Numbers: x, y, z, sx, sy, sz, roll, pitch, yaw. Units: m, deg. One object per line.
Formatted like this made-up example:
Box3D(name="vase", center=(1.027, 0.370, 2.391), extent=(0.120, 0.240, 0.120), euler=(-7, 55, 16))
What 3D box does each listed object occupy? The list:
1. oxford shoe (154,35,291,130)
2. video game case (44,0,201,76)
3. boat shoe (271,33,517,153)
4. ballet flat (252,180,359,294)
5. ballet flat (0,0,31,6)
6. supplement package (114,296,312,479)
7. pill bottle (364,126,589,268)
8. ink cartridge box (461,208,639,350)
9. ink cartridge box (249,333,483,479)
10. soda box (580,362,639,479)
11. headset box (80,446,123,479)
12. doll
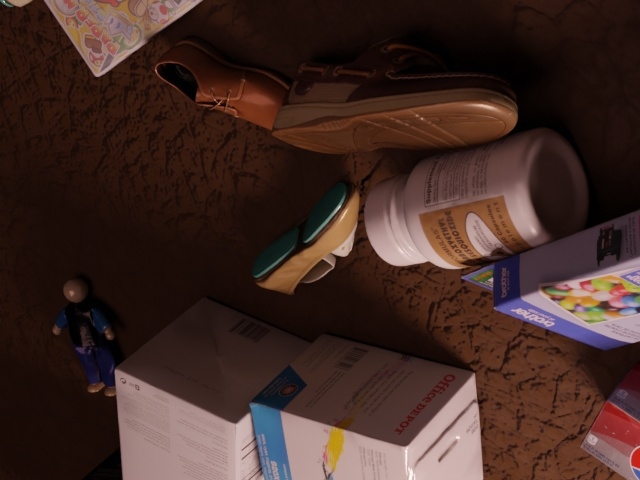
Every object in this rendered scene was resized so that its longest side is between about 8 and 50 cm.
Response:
Box3D(name="oxford shoe", center=(-0.108, -0.174, 1.726), extent=(0.212, 0.076, 0.076), euler=(26, 129, 22))
Box3D(name="video game case", center=(-0.271, -0.344, 1.753), extent=(0.206, 0.026, 0.227), euler=(-29, 98, 35))
Box3D(name="boat shoe", center=(0.078, -0.167, 1.540), extent=(0.342, 0.123, 0.123), euler=(-1, 73, 53))
Box3D(name="ballet flat", center=(0.000, 0.000, 1.770), extent=(0.073, 0.080, 0.232), euler=(29, 142, -19))
Box3D(name="ballet flat", center=(-0.439, -0.416, 1.840), extent=(0.248, 0.086, 0.086), euler=(51, 136, -3))
Box3D(name="supplement package", center=(-0.137, 0.260, 1.945), extent=(0.199, 0.198, 0.263), euler=(21, 129, 26))
Box3D(name="pill bottle", center=(0.164, -0.038, 1.555), extent=(0.229, 0.131, 0.131), euler=(-12, 109, 43))
Box3D(name="ink cartridge box", center=(0.315, 0.044, 1.465), extent=(0.185, 0.065, 0.311), euler=(21, 153, -35))
Box3D(name="ink cartridge box", center=(0.063, 0.251, 1.798), extent=(0.232, 0.171, 0.168), euler=(12, 125, 33))
Box3D(name="soda box", center=(0.426, 0.254, 1.571), extent=(0.263, 0.083, 0.092), euler=(34, 134, 16))
Box3D(name="headset box", center=(-0.282, 0.471, 2.142), extent=(0.131, 0.283, 0.246), euler=(-4, 115, 40))
Box3D(name="doll", center=(-0.352, 0.142, 2.150), extent=(0.129, 0.046, 0.189), euler=(7, 122, 34))
